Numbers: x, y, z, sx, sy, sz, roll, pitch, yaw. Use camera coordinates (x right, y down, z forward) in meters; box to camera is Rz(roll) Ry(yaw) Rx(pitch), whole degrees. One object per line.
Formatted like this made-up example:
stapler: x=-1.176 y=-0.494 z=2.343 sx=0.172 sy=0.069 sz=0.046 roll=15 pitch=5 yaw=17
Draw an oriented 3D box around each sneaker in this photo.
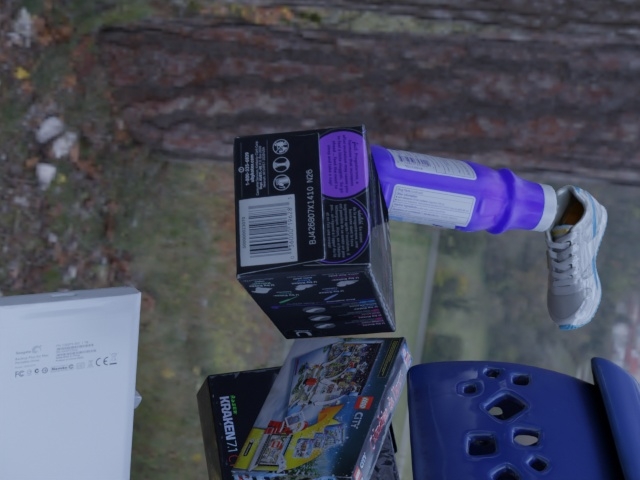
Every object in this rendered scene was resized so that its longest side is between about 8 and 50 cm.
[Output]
sneaker: x=0.380 y=0.026 z=1.683 sx=0.092 sy=0.087 sz=0.229 roll=34 pitch=57 yaw=-42

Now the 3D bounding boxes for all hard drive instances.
hard drive: x=-0.347 y=0.219 z=1.467 sx=0.203 sy=0.040 sz=0.307 roll=-4 pitch=109 yaw=-33

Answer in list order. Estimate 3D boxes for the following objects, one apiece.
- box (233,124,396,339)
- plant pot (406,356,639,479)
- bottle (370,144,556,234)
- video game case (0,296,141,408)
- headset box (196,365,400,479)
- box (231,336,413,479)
box: x=0.000 y=0.000 z=1.237 sx=0.270 sy=0.143 sz=0.165 roll=63 pitch=23 yaw=-69
plant pot: x=0.207 y=0.252 z=0.988 sx=0.236 sy=0.212 sz=0.236 roll=-88 pitch=164 yaw=-54
bottle: x=0.177 y=-0.063 z=1.472 sx=0.118 sy=0.283 sz=0.092 roll=-132 pitch=-128 yaw=-67
video game case: x=-0.399 y=0.163 z=1.644 sx=0.206 sy=0.227 sz=0.026 roll=22 pitch=104 yaw=-50
headset box: x=-0.025 y=0.318 z=1.654 sx=0.131 sy=0.283 sz=0.246 roll=125 pitch=-42 yaw=-65
box: x=0.007 y=0.214 z=1.356 sx=0.233 sy=0.159 sz=0.044 roll=-63 pitch=141 yaw=-45
